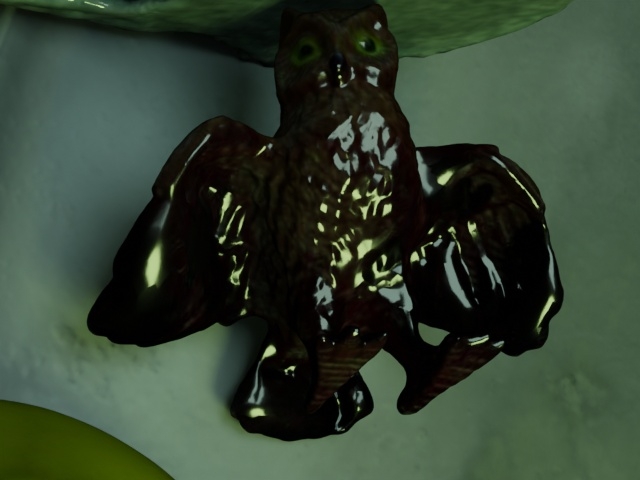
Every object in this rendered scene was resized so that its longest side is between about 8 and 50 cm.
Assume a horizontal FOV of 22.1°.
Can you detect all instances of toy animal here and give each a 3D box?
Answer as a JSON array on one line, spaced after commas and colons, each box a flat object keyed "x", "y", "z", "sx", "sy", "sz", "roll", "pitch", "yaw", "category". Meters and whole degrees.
[{"x": 0.000, "y": -0.009, "z": 0.730, "sx": 0.218, "sy": 0.116, "sz": 0.179, "roll": 1, "pitch": 73, "yaw": -21, "category": "toy animal"}]

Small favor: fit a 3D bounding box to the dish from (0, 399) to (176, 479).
[{"x": -0.113, "y": 0.174, "z": 0.591, "sx": 0.221, "sy": 0.108, "sz": 0.262, "roll": 41, "pitch": 55, "yaw": -15, "category": "dish"}]

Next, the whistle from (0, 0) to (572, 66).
[{"x": -0.050, "y": -0.182, "z": 0.750, "sx": 0.405, "sy": 0.188, "sz": 0.168, "roll": -4, "pitch": 79, "yaw": -1, "category": "whistle"}]
